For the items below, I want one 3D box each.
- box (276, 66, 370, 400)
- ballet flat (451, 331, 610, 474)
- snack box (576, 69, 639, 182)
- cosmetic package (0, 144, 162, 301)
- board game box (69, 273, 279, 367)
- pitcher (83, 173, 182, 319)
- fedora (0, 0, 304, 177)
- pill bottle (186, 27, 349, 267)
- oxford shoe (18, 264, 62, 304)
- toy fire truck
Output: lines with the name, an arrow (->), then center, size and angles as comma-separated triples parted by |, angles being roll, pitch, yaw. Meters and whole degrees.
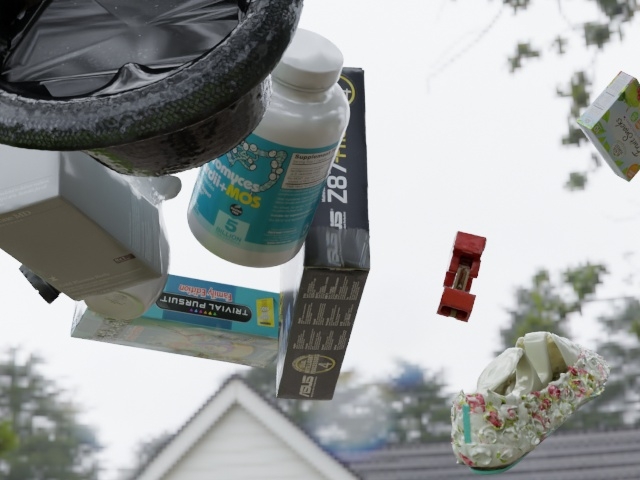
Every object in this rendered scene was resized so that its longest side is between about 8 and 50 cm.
box -> 0.000, 0.000, 1.907 | 0.097, 0.318, 0.395 | 2, -30, -6
ballet flat -> 0.185, 0.123, 1.185 | 0.091, 0.077, 0.241 | -10, 10, 33
snack box -> 0.439, -0.163, 1.983 | 0.100, 0.037, 0.141 | -48, -48, -1
cosmetic package -> -0.287, -0.028, 1.557 | 0.127, 0.107, 0.238 | -16, -26, 18
board game box -> -0.218, 0.125, 2.210 | 0.336, 0.079, 0.254 | 10, -17, -13
pitcher -> -0.281, -0.012, 1.841 | 0.178, 0.207, 0.125 | 22, -35, -24
fedora -> -0.163, -0.152, 1.199 | 0.334, 0.334, 0.152 | -7, -40, 12
pill bottle -> -0.055, -0.108, 1.568 | 0.146, 0.146, 0.264 | 7, -53, -19
oxford shoe -> -0.468, -0.010, 2.223 | 0.096, 0.227, 0.083 | -40, -11, -4
toy fire truck -> 0.197, 0.060, 1.951 | 0.047, 0.135, 0.192 | 14, -15, 4
